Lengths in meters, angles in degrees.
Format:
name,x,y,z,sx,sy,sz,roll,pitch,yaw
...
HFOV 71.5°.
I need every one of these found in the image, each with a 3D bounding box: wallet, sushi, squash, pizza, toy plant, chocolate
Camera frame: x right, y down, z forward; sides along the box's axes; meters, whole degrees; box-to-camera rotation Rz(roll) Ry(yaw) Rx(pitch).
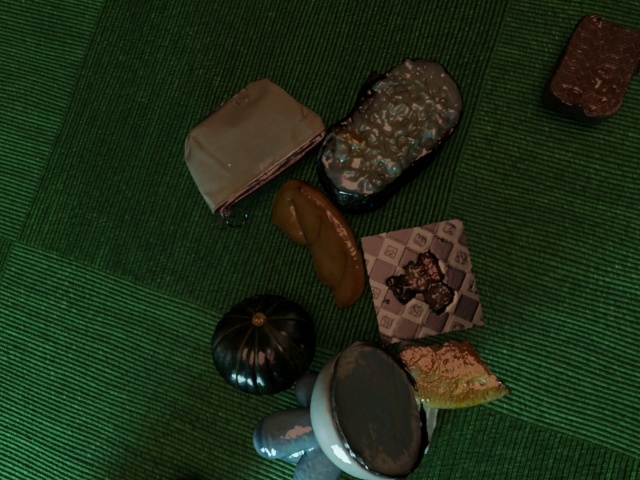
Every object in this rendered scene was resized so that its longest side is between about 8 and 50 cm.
name,x,y,z,sx,sy,sz,roll,pitch,yaw
wallet,-0.165,-0.217,1.018,0.335,0.068,0.275,-38,72,2
sushi,0.139,-0.213,0.937,0.211,0.171,0.350,41,89,8
squash,-0.114,0.213,0.918,0.217,0.218,0.173,-11,121,7
pizza,0.237,0.268,0.886,0.270,0.056,0.135,-7,85,11
toy plant,0.012,0.355,0.850,0.332,0.247,0.247,-40,78,38
chocolate,0.565,-0.348,0.931,0.148,0.093,0.214,27,87,11
sushi,0.215,0.087,0.956,0.219,0.047,0.232,-11,86,2

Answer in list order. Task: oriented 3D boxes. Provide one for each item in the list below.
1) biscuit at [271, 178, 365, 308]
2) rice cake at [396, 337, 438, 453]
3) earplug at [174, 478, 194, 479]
name,x,y,z,sx,sy,sz,roll,pitch,yaw
biscuit,0.003,-0.001,0.963,0.299,0.045,0.154,52,130,9
rice cake,0.195,0.325,0.934,0.124,0.038,0.211,18,86,10
earplug,-0.403,0.714,0.901,0.455,0.215,0.215,-41,80,6
